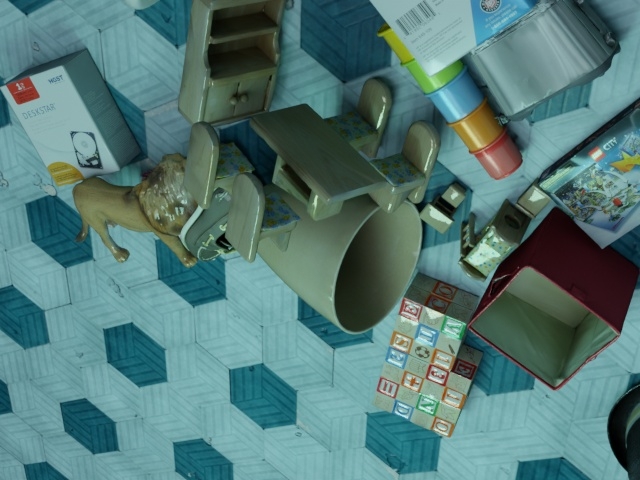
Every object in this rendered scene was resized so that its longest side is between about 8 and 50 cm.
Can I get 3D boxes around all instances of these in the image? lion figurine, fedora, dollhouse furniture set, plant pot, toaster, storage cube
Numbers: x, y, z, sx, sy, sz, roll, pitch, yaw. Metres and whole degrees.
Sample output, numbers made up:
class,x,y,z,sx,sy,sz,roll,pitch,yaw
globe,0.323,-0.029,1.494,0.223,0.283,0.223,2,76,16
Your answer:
class,x,y,z,sx,sy,sz,roll,pitch,yaw
lion figurine,-0.367,-0.065,1.994,0.392,0.142,0.240,-3,143,22
fedora,0.670,0.392,1.826,0.334,0.152,0.334,14,128,19
dollhouse furniture set,0.275,-0.048,1.758,0.161,0.101,0.182,36,131,1
plant pot,0.000,0.000,1.865,0.274,0.256,0.256,24,132,33
dollhouse furniture set,-0.050,-0.221,1.656,0.394,0.362,0.256,47,140,32
toaster,0.325,-0.285,1.553,0.227,0.129,0.146,-28,102,41
storage cube,0.395,0.095,1.736,0.215,0.193,0.184,37,131,1

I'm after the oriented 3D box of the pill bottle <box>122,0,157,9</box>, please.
class,x,y,z,sx,sy,sz,roll,pitch,yaw
pill bottle,-0.389,-0.558,1.681,0.361,0.204,0.204,34,131,1

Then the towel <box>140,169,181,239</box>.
class,x,y,z,sx,sy,sz,roll,pitch,yaw
towel,-0.289,-0.049,2.101,0.197,0.029,0.144,25,131,10

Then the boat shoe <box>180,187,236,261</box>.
class,x,y,z,sx,sy,sz,roll,pitch,yaw
boat shoe,-0.173,-0.026,1.836,0.091,0.109,0.305,55,152,12

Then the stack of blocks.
class,x,y,z,sx,sy,sz,roll,pitch,yaw
stack of blocks,0.220,0.226,1.988,0.171,0.087,0.297,21,129,13

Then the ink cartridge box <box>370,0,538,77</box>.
class,x,y,z,sx,sy,sz,roll,pitch,yaw
ink cartridge box,0.176,-0.424,1.483,0.198,0.197,0.270,-30,105,39

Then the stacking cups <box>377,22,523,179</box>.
class,x,y,z,sx,sy,sz,roll,pitch,yaw
stacking cups,0.215,-0.235,1.673,0.096,0.096,0.316,-22,112,37

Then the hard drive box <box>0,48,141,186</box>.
class,x,y,z,sx,sy,sz,roll,pitch,yaw
hard drive box,-0.493,-0.239,2.035,0.181,0.089,0.232,-12,116,32

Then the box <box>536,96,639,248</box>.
class,x,y,z,sx,sy,sz,roll,pitch,yaw
box,0.486,-0.108,1.644,0.159,0.044,0.233,44,131,-6

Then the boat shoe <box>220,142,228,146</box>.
class,x,y,z,sx,sy,sz,roll,pitch,yaw
boat shoe,-0.156,-0.102,1.989,0.206,0.075,0.065,63,169,-27
